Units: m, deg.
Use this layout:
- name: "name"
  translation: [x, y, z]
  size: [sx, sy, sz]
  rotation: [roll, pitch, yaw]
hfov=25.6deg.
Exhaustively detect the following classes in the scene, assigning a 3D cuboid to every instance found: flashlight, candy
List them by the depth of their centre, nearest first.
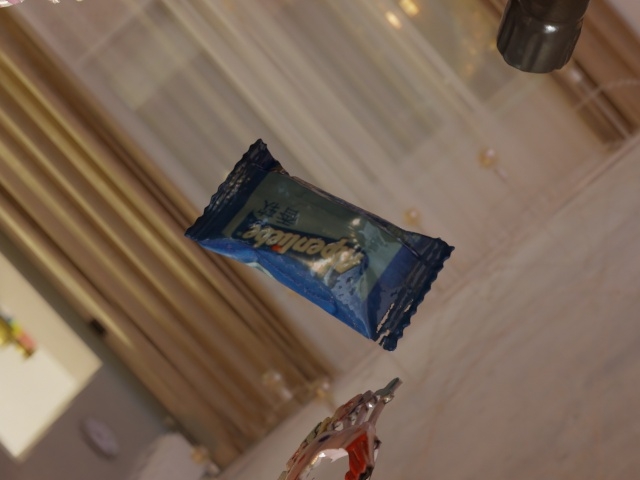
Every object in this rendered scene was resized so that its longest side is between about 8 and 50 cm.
- name: "flashlight"
  translation: [0.256, -0.315, 1.357]
  size: [0.103, 0.103, 0.424]
  rotation: [-45, 162, -29]
- name: "candy"
  translation: [0.000, 0.000, 1.844]
  size: [0.187, 0.331, 0.077]
  rotation: [-54, 157, -24]

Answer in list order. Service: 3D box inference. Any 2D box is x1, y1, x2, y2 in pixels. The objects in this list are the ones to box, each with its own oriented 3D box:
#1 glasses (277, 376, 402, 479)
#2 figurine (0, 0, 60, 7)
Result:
- name: "glasses"
  translation: [-0.007, 0.212, 0.994]
  size: [0.255, 0.095, 0.162]
  rotation: [-50, -159, -1]
- name: "figurine"
  translation: [-0.339, -0.305, 1.616]
  size: [0.187, 0.083, 0.083]
  rotation: [-12, -173, 1]
